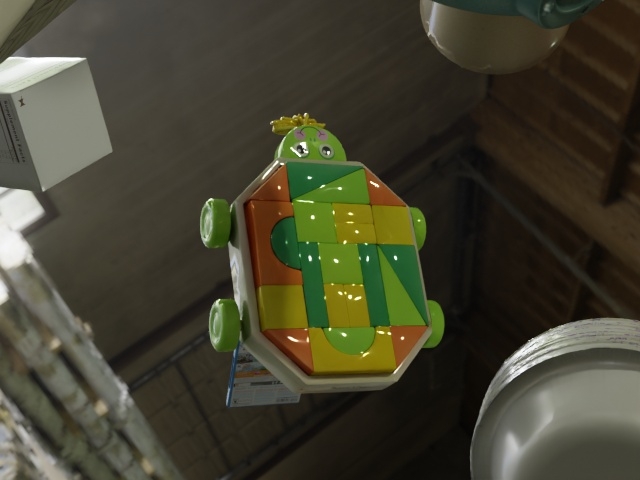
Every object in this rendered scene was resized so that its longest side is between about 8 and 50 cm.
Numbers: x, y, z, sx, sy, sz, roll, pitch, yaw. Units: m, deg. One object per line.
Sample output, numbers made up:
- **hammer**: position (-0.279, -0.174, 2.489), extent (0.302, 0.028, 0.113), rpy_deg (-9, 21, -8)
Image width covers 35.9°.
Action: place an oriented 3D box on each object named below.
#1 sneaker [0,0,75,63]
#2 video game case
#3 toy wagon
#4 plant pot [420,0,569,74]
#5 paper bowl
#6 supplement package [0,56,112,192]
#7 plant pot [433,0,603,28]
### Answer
- **sneaker**: position (-0.148, -0.118, 0.315), extent (0.148, 0.350, 0.131), rpy_deg (47, -33, -17)
- **video game case**: position (-0.081, 0.203, 1.544), extent (0.015, 0.119, 0.166), rpy_deg (-106, -160, -44)
- **toy wagon**: position (0.000, 0.000, 1.121), extent (0.068, 0.267, 0.344), rpy_deg (137, -51, -57)
- **plant pot**: position (0.287, -0.434, 1.542), extent (0.256, 0.256, 0.274), rpy_deg (51, -6, 14)
- **paper bowl**: position (0.292, 0.231, 0.984), extent (0.284, 0.284, 0.148), rpy_deg (56, 22, -4)
- **supplement package**: position (-0.420, -0.158, 1.299), extent (0.244, 0.139, 0.133), rpy_deg (8, -58, 33)
- **plant pot**: position (0.170, -0.294, 0.780), extent (0.196, 0.293, 0.293), rpy_deg (47, -16, 18)
